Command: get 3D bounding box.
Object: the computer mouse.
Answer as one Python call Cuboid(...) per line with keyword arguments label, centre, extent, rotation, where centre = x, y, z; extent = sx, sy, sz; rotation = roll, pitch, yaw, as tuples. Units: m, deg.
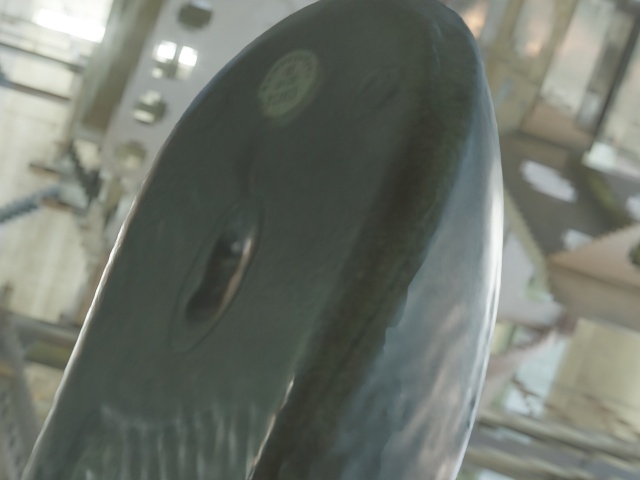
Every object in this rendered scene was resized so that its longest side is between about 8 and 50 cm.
Cuboid(label="computer mouse", centre=(-0.019, 0.065, 0.757), extent=(0.188, 0.371, 0.122), rotation=(-6, 142, 48))
